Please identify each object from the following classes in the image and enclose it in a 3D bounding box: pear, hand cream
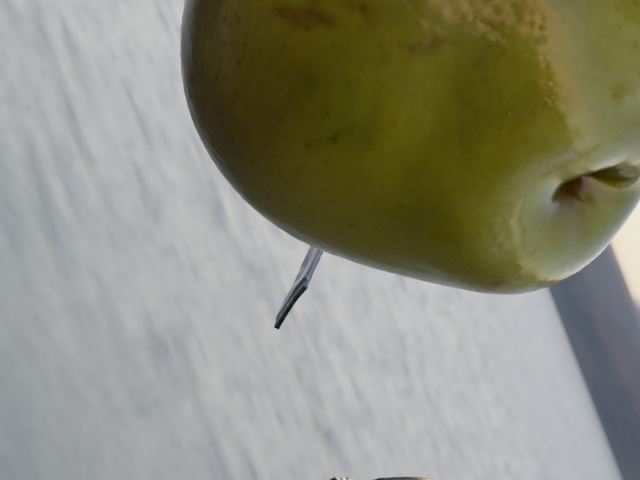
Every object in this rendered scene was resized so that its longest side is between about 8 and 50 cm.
[{"bbox_3d":[0.080,-0.149,1.307,0.418,0.362,0.362,47,-6,33],"label":"pear"},{"bbox_3d":[0.001,0.001,2.134,0.275,0.050,0.079,-64,160,-50],"label":"hand cream"}]

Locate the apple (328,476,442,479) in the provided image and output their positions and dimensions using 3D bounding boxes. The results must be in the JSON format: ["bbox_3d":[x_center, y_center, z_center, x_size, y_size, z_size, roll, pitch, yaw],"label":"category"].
[{"bbox_3d":[0.057,0.223,0.915,0.188,0.174,0.207,41,-20,34],"label":"apple"}]
